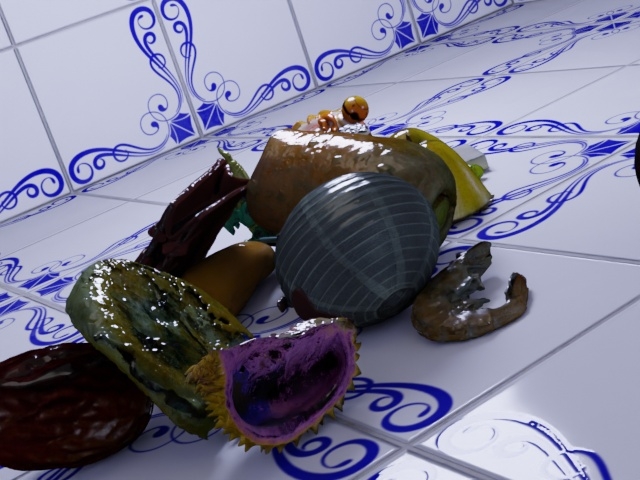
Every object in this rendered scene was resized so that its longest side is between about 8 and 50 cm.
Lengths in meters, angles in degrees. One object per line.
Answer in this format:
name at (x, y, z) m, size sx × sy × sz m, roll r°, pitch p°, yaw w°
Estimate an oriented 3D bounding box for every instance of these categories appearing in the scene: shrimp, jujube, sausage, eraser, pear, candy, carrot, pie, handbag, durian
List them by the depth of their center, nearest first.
durian at (-0.069, 0.171, 1.417) m, size 0.261 × 0.153 × 0.186 m, roll -7°, pitch 12°, yaw -35°
jujube at (-0.352, 0.221, 1.536) m, size 0.243 × 0.183 × 0.183 m, roll 0°, pitch 5°, yaw -30°
pie at (-0.219, 0.136, 1.578) m, size 0.078 × 0.296 × 0.371 m, roll -54°, pitch 11°, yaw 14°
shrimp at (0.228, 0.075, 1.621) m, size 0.173 × 0.058 × 0.253 m, roll 3°, pitch 29°, yaw 35°
carrot at (0.056, -0.080, 1.924) m, size 0.341 × 0.224 × 0.224 m, roll 17°, pitch 32°, yaw 28°
handbag at (-0.241, 0.000, 1.940) m, size 0.260 × 0.084 × 0.275 m, roll -54°, pitch -2°, yaw 26°
sausage at (-0.172, 0.076, 1.959) m, size 0.134 × 0.116 × 0.354 m, roll -39°, pitch 3°, yaw 23°
pear at (0.186, -0.128, 2.125) m, size 0.267 × 0.178 × 0.267 m, roll -14°, pitch 13°, yaw 3°
candy at (0.289, -0.147, 2.228) m, size 0.035 × 0.035 × 0.123 m, roll 25°, pitch 1°, yaw 35°
eraser at (0.228, -0.142, 2.367) m, size 0.230 × 0.038 × 0.157 m, roll -20°, pitch 15°, yaw -3°

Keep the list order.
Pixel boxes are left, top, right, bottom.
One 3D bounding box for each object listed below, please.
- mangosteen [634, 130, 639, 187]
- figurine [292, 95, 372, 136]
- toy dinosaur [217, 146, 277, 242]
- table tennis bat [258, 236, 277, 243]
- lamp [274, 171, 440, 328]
mangosteen at (0.567, -0.105, 1.606) m, size 0.236 × 0.235 × 0.261 m, roll -15°, pitch -27°, yaw 12°
figurine at (0.026, -0.157, 2.357) m, size 0.320 × 0.196 × 0.323 m, roll -56°, pitch 21°, yaw 18°
toy dinosaur at (-0.134, -0.066, 2.196) m, size 0.153 × 0.259 × 0.094 m, roll -44°, pitch 9°, yaw 13°
table tennis bat at (0.000, 0.000, 2.087) m, size 0.244 × 0.040 × 0.153 m, roll -1°, pitch -3°, yaw 27°
lamp at (0.055, 0.021, 1.680) m, size 0.265 × 0.233 × 0.233 m, roll -18°, pitch 15°, yaw -20°
